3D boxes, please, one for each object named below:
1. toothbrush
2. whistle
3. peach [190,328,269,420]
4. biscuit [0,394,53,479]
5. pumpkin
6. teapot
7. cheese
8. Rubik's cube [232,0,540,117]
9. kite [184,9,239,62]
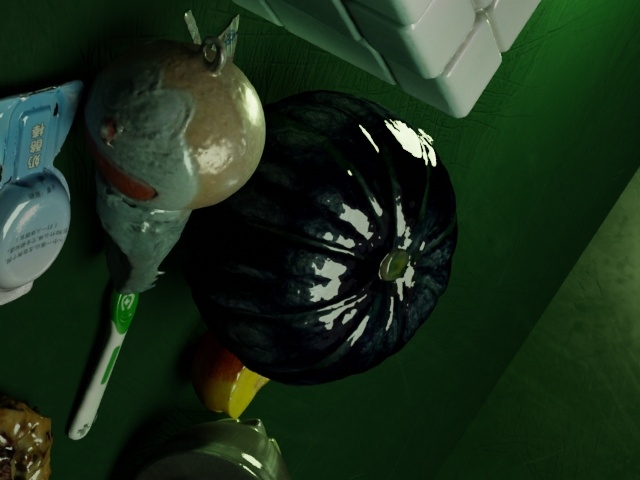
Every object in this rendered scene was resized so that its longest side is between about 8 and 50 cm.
[{"bbox_3d":[-0.240,0.078,1.416,0.042,0.040,0.418,-17,139,-52],"label":"toothbrush"},{"bbox_3d":[-0.176,-0.068,1.210,0.189,0.189,0.348,-28,156,-48],"label":"whistle"},{"bbox_3d":[-0.123,0.171,1.645,0.151,0.118,0.151,-38,-168,10],"label":"peach"},{"bbox_3d":[-0.423,0.304,1.290,0.334,0.081,0.289,-17,133,-53],"label":"biscuit"},{"bbox_3d":[0.000,0.000,1.446,0.363,0.266,0.363,-24,124,-42],"label":"pumpkin"},{"bbox_3d":[-0.147,0.408,1.736,0.239,0.239,0.322,-55,149,-70],"label":"teapot"},{"bbox_3d":[-0.291,-0.039,1.152,0.135,0.052,0.245,-29,142,-51],"label":"cheese"},{"bbox_3d":[0.059,-0.358,1.096,0.319,0.322,0.316,-56,155,-4],"label":"Rubik's cube"},{"bbox_3d":[-0.132,-0.200,1.310,0.137,0.005,0.152,-54,155,-9],"label":"kite"}]
